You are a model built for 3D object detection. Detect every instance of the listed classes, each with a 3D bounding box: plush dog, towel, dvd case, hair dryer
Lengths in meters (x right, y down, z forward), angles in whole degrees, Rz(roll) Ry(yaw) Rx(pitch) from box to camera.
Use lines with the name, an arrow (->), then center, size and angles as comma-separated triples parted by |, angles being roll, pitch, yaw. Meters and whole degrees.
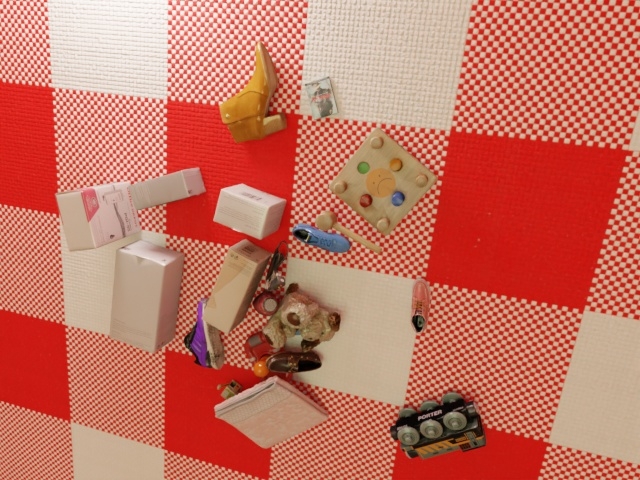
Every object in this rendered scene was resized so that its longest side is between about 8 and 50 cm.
plush dog -> -0.048, 0.286, 1.686 | 0.225, 0.211, 0.262 | 34, 133, -12
towel -> -0.188, 0.667, 1.803 | 0.331, 0.054, 0.317 | -32, 121, 22
dvd case -> 0.004, -0.465, 1.543 | 0.087, 0.013, 0.120 | -11, 100, 18
hair dryer -> -0.172, 0.165, 1.689 | 0.080, 0.224, 0.294 | 24, 127, -16

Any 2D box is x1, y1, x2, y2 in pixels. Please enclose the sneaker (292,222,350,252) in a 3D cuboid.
sneaker -> 0.000, 0.000, 1.629 | 0.209, 0.082, 0.069 | 20, 106, 8

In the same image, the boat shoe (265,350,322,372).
boat shoe -> -0.094, 0.445, 1.712 | 0.206, 0.073, 0.073 | -3, 113, -25

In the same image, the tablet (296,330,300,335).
tablet -> -0.100, 0.320, 1.777 | 0.054, 0.006, 0.084 | -7, 101, 17

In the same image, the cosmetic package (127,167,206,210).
cosmetic package -> -0.555, -0.187, 1.711 | 0.237, 0.127, 0.107 | -15, 99, 17

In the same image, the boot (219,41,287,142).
boot -> -0.243, -0.481, 1.560 | 0.211, 0.104, 0.296 | -8, 106, 17

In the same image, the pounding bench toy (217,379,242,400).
pounding bench toy -> -0.366, 0.593, 1.890 | 0.083, 0.065, 0.052 | 37, 111, 4

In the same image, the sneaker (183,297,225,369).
sneaker -> -0.472, 0.368, 1.843 | 0.145, 0.102, 0.294 | 0, 104, 16

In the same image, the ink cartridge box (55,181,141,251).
ink cartridge box -> -0.799, -0.097, 1.719 | 0.117, 0.283, 0.208 | -5, 103, 13

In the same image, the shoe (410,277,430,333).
shoe -> 0.337, 0.222, 1.590 | 0.063, 0.081, 0.178 | 2, 104, 15

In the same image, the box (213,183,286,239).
box -> -0.237, -0.103, 1.614 | 0.180, 0.182, 0.119 | 21, 107, 9

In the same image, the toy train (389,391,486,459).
toy train -> 0.417, 0.669, 1.660 | 0.333, 0.142, 0.190 | -27, 105, 20

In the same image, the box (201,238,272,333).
box -> -0.306, 0.168, 1.724 | 0.121, 0.148, 0.311 | 28, 108, 8

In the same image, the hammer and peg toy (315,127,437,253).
hammer and peg toy -> 0.168, -0.141, 1.521 | 0.265, 0.127, 0.361 | 39, 111, 1

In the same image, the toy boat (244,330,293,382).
toy boat -> -0.203, 0.462, 1.765 | 0.150, 0.151, 0.231 | -26, 96, 20

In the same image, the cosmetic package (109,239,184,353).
cosmetic package -> -0.676, 0.215, 1.835 | 0.217, 0.156, 0.386 | 18, 107, 10
